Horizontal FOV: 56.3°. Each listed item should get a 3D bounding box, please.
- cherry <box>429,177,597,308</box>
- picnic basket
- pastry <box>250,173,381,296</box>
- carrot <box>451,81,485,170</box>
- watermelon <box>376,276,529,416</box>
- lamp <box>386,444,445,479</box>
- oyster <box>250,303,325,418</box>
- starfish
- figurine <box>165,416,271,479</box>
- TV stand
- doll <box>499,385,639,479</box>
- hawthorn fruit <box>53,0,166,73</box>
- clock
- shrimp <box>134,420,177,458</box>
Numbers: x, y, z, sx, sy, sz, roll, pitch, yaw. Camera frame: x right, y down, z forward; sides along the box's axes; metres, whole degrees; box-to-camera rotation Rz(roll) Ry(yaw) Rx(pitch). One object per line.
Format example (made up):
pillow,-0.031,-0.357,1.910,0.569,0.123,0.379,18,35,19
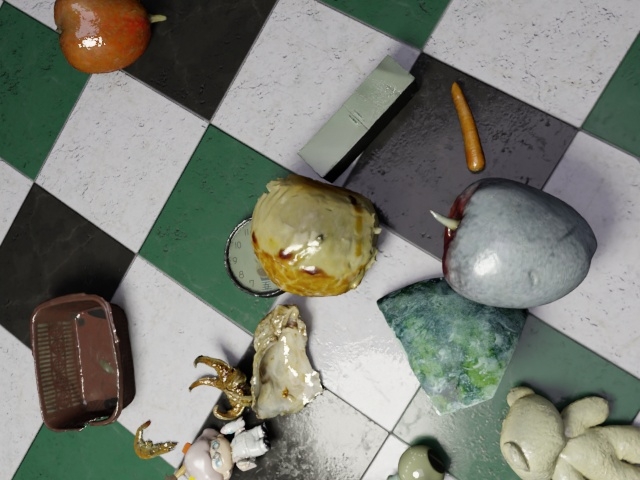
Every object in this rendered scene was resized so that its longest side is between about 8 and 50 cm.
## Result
cherry,0.331,0.003,1.062,0.296,0.255,0.218,13,115,4
picnic basket,-0.519,0.266,1.354,0.222,0.129,0.297,-11,84,14
pastry,-0.009,0.004,1.172,0.256,0.170,0.237,15,96,-14
carrot,0.294,-0.230,1.200,0.037,0.037,0.190,-14,79,15
watermelon,0.266,0.191,1.146,0.289,0.214,0.320,-22,35,-17
lamp,0.165,0.466,1.170,0.163,0.091,0.091,-41,76,27
oyster,-0.083,0.245,1.243,0.107,0.161,0.233,1,89,51
starfish,-0.203,0.298,1.253,0.146,0.074,0.190,47,140,8
figurine,-0.211,0.455,1.265,0.229,0.112,0.137,-25,56,6
TV stand,0.080,-0.245,1.234,0.083,0.088,0.269,45,99,14
doll,0.458,0.382,1.077,0.278,0.175,0.149,15,128,8
hawthorn fruit,-0.478,-0.488,1.374,0.251,0.199,0.200,-8,84,2
clock,-0.123,0.034,1.298,0.184,0.040,0.185,-1,87,16
shrimp,-0.377,0.449,1.355,0.114,0.023,0.083,-14,80,19
